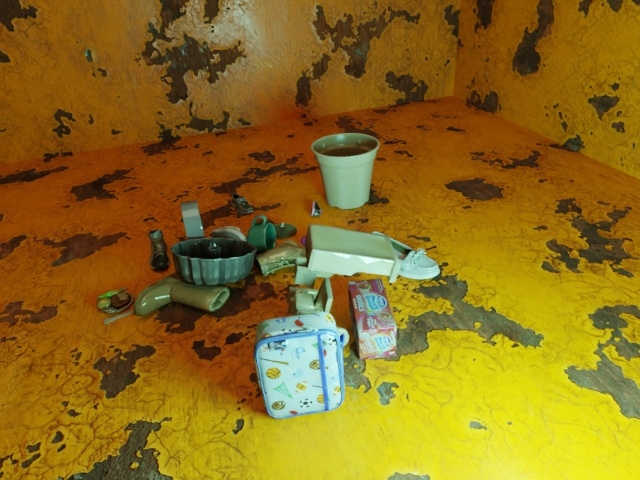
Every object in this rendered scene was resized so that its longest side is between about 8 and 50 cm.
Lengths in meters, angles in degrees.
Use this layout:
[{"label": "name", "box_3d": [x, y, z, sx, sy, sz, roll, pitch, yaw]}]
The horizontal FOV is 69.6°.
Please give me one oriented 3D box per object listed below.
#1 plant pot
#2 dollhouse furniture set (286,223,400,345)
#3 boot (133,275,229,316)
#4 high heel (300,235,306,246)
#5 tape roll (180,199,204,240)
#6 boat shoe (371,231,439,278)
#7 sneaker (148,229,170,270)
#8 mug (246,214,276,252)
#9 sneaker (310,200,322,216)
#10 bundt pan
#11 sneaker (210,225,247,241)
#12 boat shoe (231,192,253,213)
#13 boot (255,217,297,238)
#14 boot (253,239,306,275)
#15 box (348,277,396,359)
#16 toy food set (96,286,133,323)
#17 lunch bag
[{"label": "plant pot", "box_3d": [0.130, -0.336, 2.302, 0.334, 0.305, 0.333, -4, 31, 2]}, {"label": "dollhouse furniture set", "box_3d": [0.054, 0.171, 1.432, 0.257, 0.393, 0.362, 8, 29, -10]}, {"label": "boot", "box_3d": [-0.511, 0.218, 1.698, 0.270, 0.089, 0.236, 11, 35, 21]}, {"label": "high heel", "box_3d": [0.013, 0.042, 1.921, 0.244, 0.082, 0.117, 20, 27, 14]}, {"label": "tape roll", "box_3d": [-0.561, -0.067, 2.039, 0.073, 0.219, 0.219, -13, 33, -14]}, {"label": "boat shoe", "box_3d": [0.325, 0.059, 1.828, 0.118, 0.103, 0.321, -28, 38, -33]}, {"label": "sneaker", "box_3d": [-0.711, 0.025, 1.991, 0.086, 0.132, 0.228, -14, 33, -15]}, {"label": "mug", "box_3d": [-0.260, -0.023, 1.993, 0.098, 0.157, 0.129, -2, -13, 16]}, {"label": "sneaker", "box_3d": [-0.018, -0.153, 2.284, 0.057, 0.047, 0.119, 14, 33, -6]}, {"label": "bundt pan", "box_3d": [-0.414, 0.085, 1.801, 0.331, 0.124, 0.331, 2, 15, -1]}, {"label": "sneaker", "box_3d": [-0.390, -0.028, 2.038, 0.091, 0.094, 0.258, -30, 26, -34]}, {"label": "boat shoe", "box_3d": [-0.410, -0.192, 2.365, 0.066, 0.066, 0.183, -27, 38, -32]}, {"label": "boot", "box_3d": [-0.216, -0.066, 2.139, 0.197, 0.072, 0.152, -1, 19, -15]}, {"label": "boot", "box_3d": [-0.143, 0.086, 1.847, 0.204, 0.095, 0.262, -23, 30, -30]}, {"label": "box", "box_3d": [0.166, 0.251, 1.515, 0.123, 0.128, 0.256, -6, 31, -2]}, {"label": "toy food set", "box_3d": [-0.783, 0.231, 1.756, 0.133, 0.038, 0.192, -20, 35, -24]}, {"label": "lunch bag", "box_3d": [-0.048, 0.335, 1.243, 0.244, 0.303, 0.115, -6, 28, -3]}]
